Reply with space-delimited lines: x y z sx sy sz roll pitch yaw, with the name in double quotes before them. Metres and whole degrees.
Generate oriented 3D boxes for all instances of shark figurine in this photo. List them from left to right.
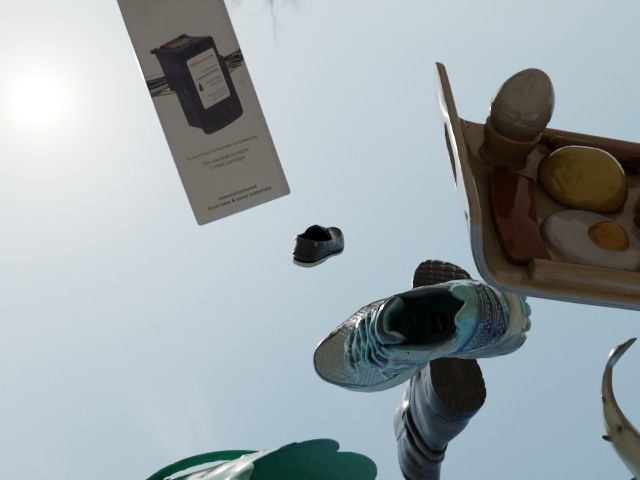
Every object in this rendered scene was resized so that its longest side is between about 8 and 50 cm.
"shark figurine" 0.486 0.293 1.384 0.116 0.166 0.278 14 -142 -37

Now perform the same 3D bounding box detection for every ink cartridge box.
"ink cartridge box" -0.119 -0.142 0.937 0.100 0.237 0.172 -19 -176 -6

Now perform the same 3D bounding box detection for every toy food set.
"toy food set" 0.241 -0.050 0.700 0.306 0.092 0.220 8 -143 -7

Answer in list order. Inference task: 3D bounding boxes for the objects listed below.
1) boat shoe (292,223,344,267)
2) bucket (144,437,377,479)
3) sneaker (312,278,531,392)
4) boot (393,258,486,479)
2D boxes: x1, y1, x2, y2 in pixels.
"boat shoe" 0.002 0.000 1.262 0.048 0.042 0.133 14 -162 20
"bucket" -0.059 0.320 0.824 0.183 0.281 0.281 -20 -156 36
"sneaker" 0.087 0.098 1.039 0.122 0.283 0.110 15 -121 -48
"boot" 0.169 0.207 1.470 0.118 0.223 0.338 14 -139 -4
